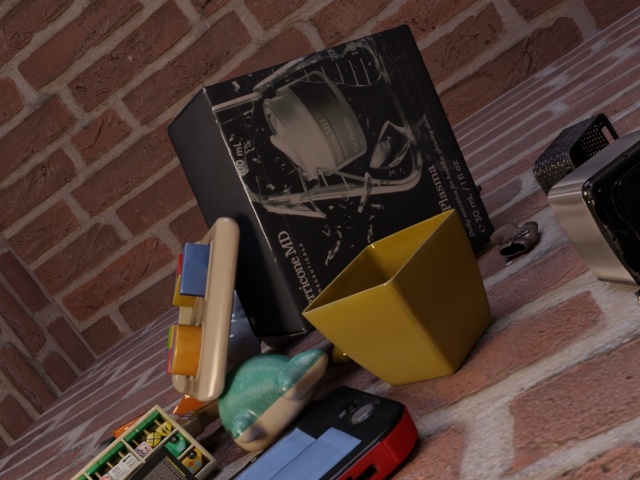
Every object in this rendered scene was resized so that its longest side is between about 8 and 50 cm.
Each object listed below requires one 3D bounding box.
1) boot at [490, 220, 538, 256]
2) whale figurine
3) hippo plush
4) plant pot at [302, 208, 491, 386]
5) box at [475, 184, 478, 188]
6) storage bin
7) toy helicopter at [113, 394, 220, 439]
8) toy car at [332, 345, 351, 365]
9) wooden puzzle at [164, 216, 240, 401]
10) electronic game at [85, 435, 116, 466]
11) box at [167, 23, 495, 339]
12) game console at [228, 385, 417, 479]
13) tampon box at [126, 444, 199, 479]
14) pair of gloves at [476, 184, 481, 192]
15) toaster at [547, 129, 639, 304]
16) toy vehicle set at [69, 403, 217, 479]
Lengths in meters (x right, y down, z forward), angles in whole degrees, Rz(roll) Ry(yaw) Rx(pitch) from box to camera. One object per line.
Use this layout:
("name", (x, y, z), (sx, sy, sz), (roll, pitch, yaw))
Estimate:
("boot", (0.354, 0.002, 1.459), (0.118, 0.042, 0.087), (-27, 15, 45))
("whale figurine", (-0.085, 0.247, 1.326), (0.216, 0.141, 0.272), (-41, -7, -33))
("hippo plush", (-0.156, 0.220, 1.784), (0.236, 0.234, 0.294), (-91, 16, -47))
("plant pot", (0.142, 0.106, 1.229), (0.212, 0.187, 0.212), (-25, 14, 48))
("box", (0.228, -0.157, 2.015), (0.231, 0.262, 0.126), (-28, 17, 43))
("storage bin", (0.485, -0.139, 1.441), (0.180, 0.122, 0.084), (-42, 12, -38))
("toy helicopter", (-0.258, 0.376, 1.618), (0.355, 0.140, 0.235), (-27, -4, -22))
("toy car", (0.124, 0.138, 1.553), (0.225, 0.053, 0.239), (-32, 10, 21))
("wooden puzzle", (-0.243, 0.134, 1.481), (0.081, 0.322, 0.348), (9, -11, -18))
("electronic game", (-0.463, 0.502, 1.584), (0.229, 0.048, 0.229), (-64, 1, 1))
("box", (0.019, -0.116, 1.580), (0.472, 0.479, 0.297), (-24, 2, -24))
("game console", (-0.059, 0.351, 1.111), (0.387, 0.060, 0.342), (-37, 9, -15))
("tampon box", (-0.286, 0.435, 1.267), (0.161, 0.101, 0.120), (-42, -9, -35))
("pair of gloves", (0.388, -0.120, 2.059), (0.083, 0.010, 0.074), (-32, 9, 17))
("toaster", (0.418, -0.038, 1.042), (0.186, 0.168, 0.110), (-36, 6, -12))
("toy vehicle set", (-0.334, 0.436, 1.379), (0.267, 0.166, 0.035), (-41, -28, -29))
